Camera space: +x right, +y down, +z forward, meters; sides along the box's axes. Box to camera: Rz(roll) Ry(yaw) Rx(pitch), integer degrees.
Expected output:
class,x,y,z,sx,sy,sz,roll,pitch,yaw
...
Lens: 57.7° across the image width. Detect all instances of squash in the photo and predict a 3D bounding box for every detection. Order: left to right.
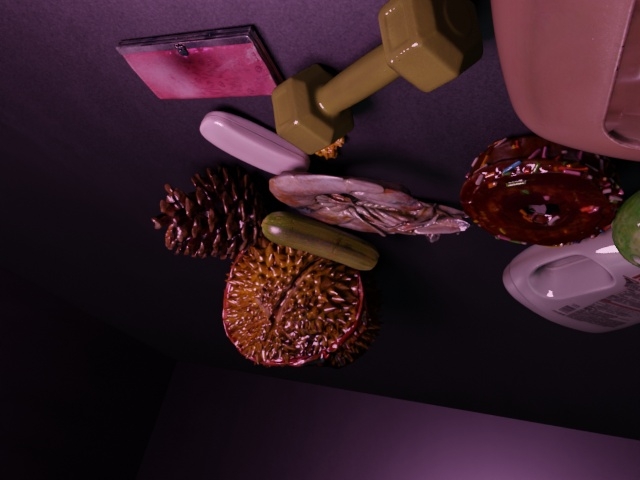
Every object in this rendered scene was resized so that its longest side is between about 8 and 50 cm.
class,x,y,z,sx,sy,sz,roll,pitch,yaw
squash,0.000,0.000,1.088,0.229,0.066,0.066,20,156,-12

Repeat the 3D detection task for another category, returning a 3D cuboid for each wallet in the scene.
class,x,y,z,sx,sy,sz,roll,pitch,yaw
wallet,-0.175,-0.253,0.854,0.232,0.025,0.119,4,154,26

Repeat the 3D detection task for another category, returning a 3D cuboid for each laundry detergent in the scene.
class,x,y,z,sx,sy,sz,roll,pitch,yaw
laundry detergent,0.507,0.033,0.953,0.264,0.125,0.398,19,155,-7

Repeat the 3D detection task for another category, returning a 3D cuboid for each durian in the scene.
class,x,y,z,sx,sy,sz,roll,pitch,yaw
durian,-0.038,0.128,1.254,0.347,0.348,0.384,5,152,22

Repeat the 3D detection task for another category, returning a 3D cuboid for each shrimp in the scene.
class,x,y,z,sx,sy,sz,roll,pitch,yaw
shrimp,0.085,-0.063,0.992,0.360,0.085,0.247,12,171,3

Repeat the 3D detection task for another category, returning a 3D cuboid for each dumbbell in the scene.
class,x,y,z,sx,sy,sz,roll,pitch,yaw
dumbbell,0.056,-0.203,0.720,0.108,0.121,0.302,-4,170,-37

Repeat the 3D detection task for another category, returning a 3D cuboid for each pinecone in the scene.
class,x,y,z,sx,sy,sz,roll,pitch,yaw
pinecone,-0.205,-0.046,1.107,0.204,0.179,0.184,-17,148,-3

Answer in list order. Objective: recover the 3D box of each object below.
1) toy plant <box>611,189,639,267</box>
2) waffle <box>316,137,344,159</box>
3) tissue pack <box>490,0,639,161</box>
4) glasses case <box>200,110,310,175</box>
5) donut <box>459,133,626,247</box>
class,x,y,z,sx,sy,sz,roll,pitch,yaw
toy plant,0.479,-0.059,0.693,0.235,0.175,0.218,7,116,35
waffle,0.004,-0.164,0.951,0.078,0.016,0.085,24,154,-20
tissue pack,0.243,-0.222,0.367,0.267,0.277,0.387,9,155,20
glasses case,-0.108,-0.160,0.983,0.197,0.049,0.076,23,156,-23
donut,0.328,-0.074,0.864,0.235,0.089,0.235,13,156,6
